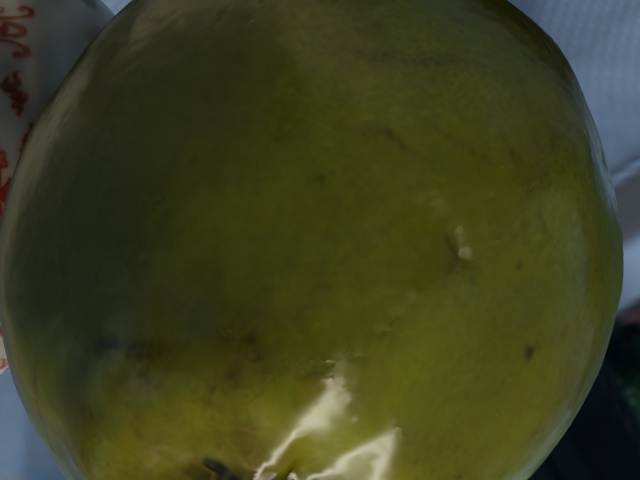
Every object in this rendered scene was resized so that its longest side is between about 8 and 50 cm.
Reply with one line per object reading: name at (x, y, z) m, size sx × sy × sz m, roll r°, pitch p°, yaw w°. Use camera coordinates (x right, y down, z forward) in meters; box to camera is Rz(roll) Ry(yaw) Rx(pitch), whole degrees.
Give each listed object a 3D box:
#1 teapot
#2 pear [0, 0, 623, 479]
teapot at (-0.121, -0.049, 0.762) m, size 0.116 × 0.245 × 0.159 m, roll -4°, pitch -170°, yaw 15°
pear at (0.000, 0.000, 0.621) m, size 0.212 × 0.269 × 0.212 m, roll 7°, pitch 131°, yaw 8°
